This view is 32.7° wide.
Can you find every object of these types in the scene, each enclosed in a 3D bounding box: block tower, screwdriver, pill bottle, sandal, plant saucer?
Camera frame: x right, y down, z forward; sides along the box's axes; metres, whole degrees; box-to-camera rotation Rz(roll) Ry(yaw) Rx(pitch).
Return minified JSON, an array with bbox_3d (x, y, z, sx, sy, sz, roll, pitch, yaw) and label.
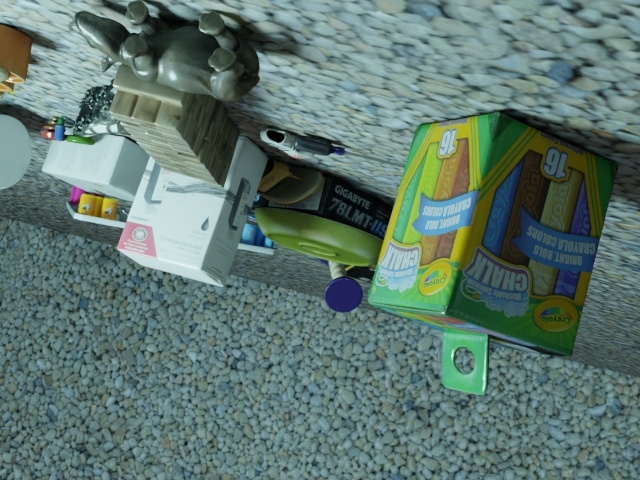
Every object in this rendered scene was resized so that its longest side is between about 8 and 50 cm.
[{"bbox_3d":[-0.187,-0.157,1.447,0.097,0.091,0.335,16,171,9],"label":"block tower"},{"bbox_3d":[0.047,-0.119,1.505,0.170,0.024,0.025,11,-158,-8],"label":"screwdriver"},{"bbox_3d":[-0.676,-0.178,1.972,0.318,0.176,0.176,11,170,34],"label":"pill bottle"},{"bbox_3d":[-0.080,-0.103,1.715,0.180,0.072,0.049,17,154,27],"label":"sandal"},{"bbox_3d":[0.000,0.000,1.820,0.241,0.037,0.241,16,171,3],"label":"plant saucer"}]

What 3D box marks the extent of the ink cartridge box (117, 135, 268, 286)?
[{"bbox_3d":[-0.193,-0.058,1.667,0.158,0.218,0.092,13,166,23],"label":"ink cartridge box"}]

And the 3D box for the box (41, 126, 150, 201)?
[{"bbox_3d":[-0.392,-0.136,1.982,0.170,0.091,0.130,12,170,32],"label":"box"}]

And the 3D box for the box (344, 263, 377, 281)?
[{"bbox_3d":[0.219,0.071,2.217,0.322,0.079,0.257,17,174,-4],"label":"box"}]

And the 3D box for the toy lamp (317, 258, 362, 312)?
[{"bbox_3d":[0.031,0.048,2.087,0.080,0.080,0.275,18,-158,-12],"label":"toy lamp"}]

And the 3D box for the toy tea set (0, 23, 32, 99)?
[{"bbox_3d":[-0.510,-0.226,1.500,0.200,0.124,0.336,20,171,-23],"label":"toy tea set"}]

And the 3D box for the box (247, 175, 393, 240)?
[{"bbox_3d":[-0.002,-0.043,1.903,0.293,0.073,0.295,9,170,45],"label":"box"}]

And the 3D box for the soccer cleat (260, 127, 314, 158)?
[{"bbox_3d":[-0.045,-0.136,1.523,0.083,0.029,0.035,23,175,-11],"label":"soccer cleat"}]

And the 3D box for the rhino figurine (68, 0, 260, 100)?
[{"bbox_3d":[-0.173,-0.204,1.171,0.243,0.073,0.106,15,169,23],"label":"rhino figurine"}]

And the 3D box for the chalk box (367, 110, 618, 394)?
[{"bbox_3d":[0.182,0.025,1.231,0.179,0.289,0.180,20,171,-25],"label":"chalk box"}]

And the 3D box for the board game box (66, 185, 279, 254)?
[{"bbox_3d":[-0.308,-0.046,2.211,0.390,0.050,0.390,10,-177,-16],"label":"board game box"}]

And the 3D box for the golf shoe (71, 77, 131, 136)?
[{"bbox_3d":[-0.295,-0.177,1.578,0.094,0.077,0.198,21,172,-28],"label":"golf shoe"}]

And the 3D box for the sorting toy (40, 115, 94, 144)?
[{"bbox_3d":[-0.441,-0.193,1.901,0.102,0.042,0.061,9,-179,15],"label":"sorting toy"}]

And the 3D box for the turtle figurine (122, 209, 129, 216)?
[{"bbox_3d":[-0.253,-0.076,1.857,0.118,0.175,0.234,21,-175,-3],"label":"turtle figurine"}]
